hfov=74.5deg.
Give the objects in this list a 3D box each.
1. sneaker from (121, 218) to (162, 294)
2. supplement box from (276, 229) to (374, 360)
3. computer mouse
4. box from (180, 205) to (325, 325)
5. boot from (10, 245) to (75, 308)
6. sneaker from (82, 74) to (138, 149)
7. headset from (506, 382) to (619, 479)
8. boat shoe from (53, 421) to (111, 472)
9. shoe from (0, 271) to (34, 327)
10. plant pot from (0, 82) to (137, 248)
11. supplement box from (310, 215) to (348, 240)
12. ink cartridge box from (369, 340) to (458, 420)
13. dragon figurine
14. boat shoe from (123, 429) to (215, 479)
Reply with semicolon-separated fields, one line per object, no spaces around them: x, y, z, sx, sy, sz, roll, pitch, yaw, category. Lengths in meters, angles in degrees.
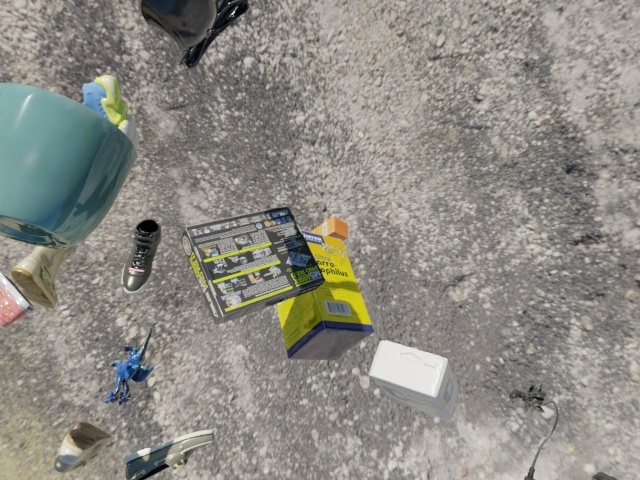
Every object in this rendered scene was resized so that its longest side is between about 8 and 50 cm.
-0.665;0.045;1.552;0.105;0.146;0.295;13;57;-8;sneaker
-0.010;0.172;1.335;0.196;0.356;0.194;13;135;-36;supplement box
-0.160;-0.351;0.626;0.060;0.262;0.184;39;91;-7;computer mouse
-0.149;0.045;0.958;0.270;0.060;0.216;-17;72;-36;box
-0.863;0.088;1.349;0.096;0.261;0.203;17;53;-2;boot
-0.661;-0.385;1.313;0.126;0.091;0.239;-8;115;0;sneaker
0.386;0.427;0.630;0.244;0.185;0.393;-15;56;12;headset
-0.731;0.633;1.288;0.109;0.302;0.098;30;69;-5;boat shoe
-0.819;0.144;1.074;0.178;0.063;0.081;37;63;18;shoe
-0.555;-0.121;0.842;0.294;0.293;0.234;9;68;-1;plant pot
0.000;0.000;1.617;0.078;0.234;0.080;25;50;-33;supplement box
0.222;0.325;0.973;0.155;0.212;0.093;9;59;30;ink cartridge box
-0.675;0.463;1.533;0.289;0.085;0.144;-46;57;-3;dragon figurine
-0.490;0.710;1.387;0.306;0.109;0.091;-18;63;-6;boat shoe
